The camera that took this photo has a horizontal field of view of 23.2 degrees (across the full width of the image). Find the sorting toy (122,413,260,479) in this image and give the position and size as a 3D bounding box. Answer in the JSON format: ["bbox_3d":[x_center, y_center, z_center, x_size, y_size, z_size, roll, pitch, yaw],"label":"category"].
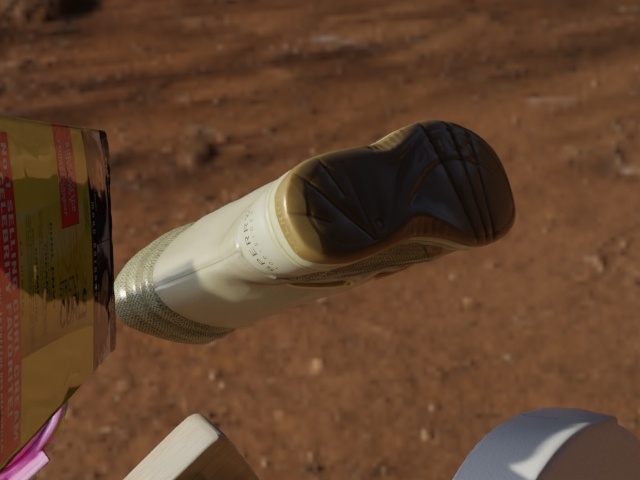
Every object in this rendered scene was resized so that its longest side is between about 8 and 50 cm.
[{"bbox_3d":[-0.090,0.267,0.880,0.257,0.255,0.089,-44,53,-13],"label":"sorting toy"}]

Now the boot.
[{"bbox_3d":[0.000,0.000,1.104,0.203,0.095,0.262,-26,-6,40],"label":"boot"}]

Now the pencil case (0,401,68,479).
[{"bbox_3d":[-0.225,0.089,0.946,0.124,0.124,0.284,-11,2,-17],"label":"pencil case"}]

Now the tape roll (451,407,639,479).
[{"bbox_3d":[0.187,0.332,1.248,0.072,0.392,0.392,2,21,34],"label":"tape roll"}]

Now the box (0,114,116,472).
[{"bbox_3d":[-0.100,0.006,0.447,0.058,0.087,0.232,-2,2,0],"label":"box"}]
